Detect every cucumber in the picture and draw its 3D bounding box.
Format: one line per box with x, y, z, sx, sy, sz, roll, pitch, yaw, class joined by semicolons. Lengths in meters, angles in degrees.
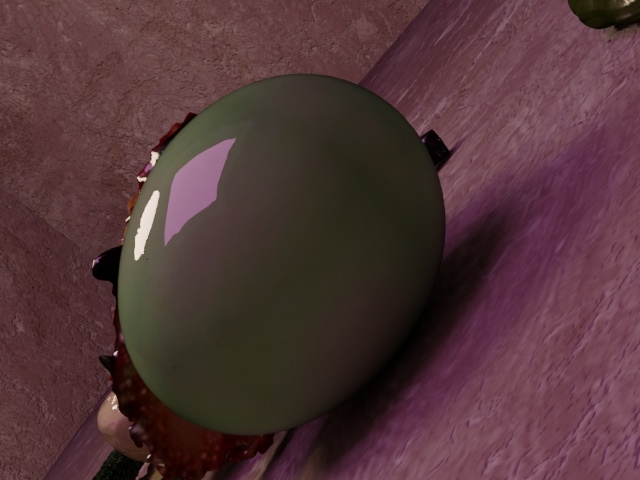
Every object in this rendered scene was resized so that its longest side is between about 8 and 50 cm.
-0.223;0.256;1.404;0.044;0.043;0.256;-48;4;20;cucumber

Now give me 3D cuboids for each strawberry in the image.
-0.091;0.043;1.038;0.306;0.233;0.138;-55;17;-15;strawberry

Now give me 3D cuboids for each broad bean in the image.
0.234;-0.199;0.993;0.060;0.043;0.297;-39;10;12;broad bean

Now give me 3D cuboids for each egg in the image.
-0.028;0.010;0.876;0.269;0.220;0.220;-65;9;-11;egg

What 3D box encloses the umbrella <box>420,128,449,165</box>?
0.000;0.000;1.314;0.340;0.118;0.118;-38;10;15;umbrella

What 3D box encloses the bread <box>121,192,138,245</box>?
-0.204;0.027;1.978;0.145;0.268;0.268;-61;3;17;bread

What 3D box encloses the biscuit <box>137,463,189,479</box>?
-0.151;0.225;1.373;0.187;0.036;0.273;-45;10;45;biscuit

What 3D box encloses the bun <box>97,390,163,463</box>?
-0.103;0.137;1.177;0.237;0.116;0.210;-37;-9;-47;bun
